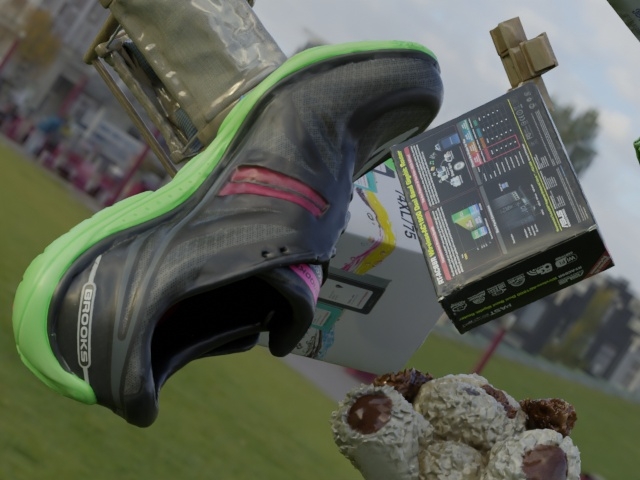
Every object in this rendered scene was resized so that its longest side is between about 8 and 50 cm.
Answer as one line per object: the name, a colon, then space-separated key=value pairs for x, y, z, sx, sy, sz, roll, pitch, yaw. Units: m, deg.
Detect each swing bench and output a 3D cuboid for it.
swing bench: x=-0.182 y=-0.242 z=2.139 sx=0.253 sy=0.165 sz=0.254 roll=54 pitch=-23 yaw=9

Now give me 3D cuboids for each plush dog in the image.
plush dog: x=0.150 y=0.232 z=1.675 sx=0.262 sy=0.210 sz=0.225 roll=14 pitch=35 yaw=12

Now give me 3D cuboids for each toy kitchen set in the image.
toy kitchen set: x=0.146 y=-0.133 z=1.263 sx=0.068 sy=0.075 sz=0.083 roll=156 pitch=-86 yaw=-76

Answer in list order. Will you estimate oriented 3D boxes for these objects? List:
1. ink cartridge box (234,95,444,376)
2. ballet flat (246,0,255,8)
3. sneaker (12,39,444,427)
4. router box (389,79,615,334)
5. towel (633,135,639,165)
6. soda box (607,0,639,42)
ink cartridge box: x=0.000 y=0.000 z=1.774 sx=0.270 sy=0.197 sz=0.198 roll=16 pitch=37 yaw=-23
ballet flat: x=-0.109 y=-0.379 z=2.225 sx=0.073 sy=0.067 sz=0.206 roll=39 pitch=-31 yaw=7
sneaker: x=-0.049 y=-0.003 z=1.424 sx=0.202 sy=0.483 sz=0.185 roll=39 pitch=-22 yaw=24
router box: x=0.097 y=-0.019 z=0.851 sx=0.038 sy=0.092 sz=0.122 roll=55 pitch=15 yaw=-45
towel: x=0.404 y=-0.101 z=1.662 sx=0.023 sy=0.152 sz=0.113 roll=25 pitch=-32 yaw=53
soda box: x=0.238 y=-0.262 z=1.241 sx=0.286 sy=0.091 sz=0.098 roll=43 pitch=26 yaw=-32
